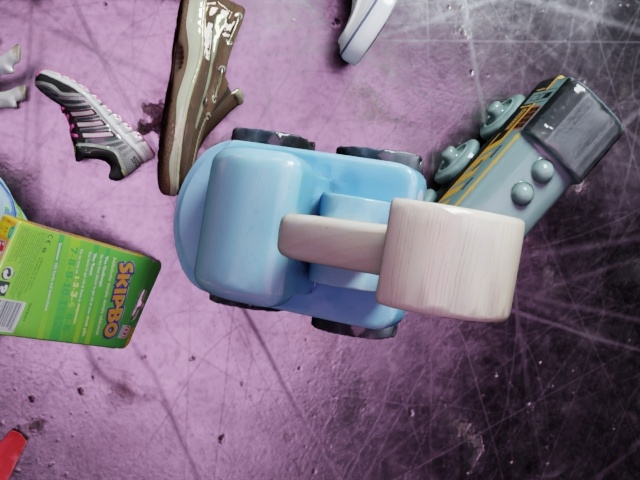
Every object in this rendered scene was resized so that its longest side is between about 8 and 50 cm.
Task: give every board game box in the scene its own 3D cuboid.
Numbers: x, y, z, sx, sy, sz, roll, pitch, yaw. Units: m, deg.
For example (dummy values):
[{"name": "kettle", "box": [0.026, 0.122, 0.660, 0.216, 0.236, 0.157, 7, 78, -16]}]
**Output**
[{"name": "board game box", "box": [-0.288, 0.057, 0.978, 0.039, 0.259, 0.124, 23, 89, 29]}]

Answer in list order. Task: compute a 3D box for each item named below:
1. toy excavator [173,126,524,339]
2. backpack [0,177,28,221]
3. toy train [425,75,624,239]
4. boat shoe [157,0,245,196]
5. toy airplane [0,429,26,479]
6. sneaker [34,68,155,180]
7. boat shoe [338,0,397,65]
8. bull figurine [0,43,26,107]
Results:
[{"name": "toy excavator", "box": [0.000, 0.000, 0.846, 0.433, 0.445, 0.222, 10, 93, 21]}, {"name": "backpack", "box": [-0.488, 0.051, 0.928, 0.290, 0.273, 0.355, 42, 72, 15]}, {"name": "toy train", "box": [0.225, -0.068, 1.063, 0.142, 0.190, 0.334, 44, 86, -9]}, {"name": "boat shoe", "box": [-0.140, -0.178, 1.043, 0.095, 0.095, 0.257, 8, 92, -16]}, {"name": "toy airplane", "box": [-0.401, 0.322, 1.061, 0.151, 0.028, 0.151, -1, 95, -9]}, {"name": "sneaker", "box": [-0.288, -0.136, 1.032, 0.170, 0.063, 0.075, 41, 80, -15]}, {"name": "boat shoe", "box": [0.070, -0.354, 1.067, 0.088, 0.096, 0.267, 25, 88, -7]}, {"name": "bull figurine", "box": [-0.435, -0.291, 0.971, 0.188, 0.101, 0.310, 4, 104, -12]}]
